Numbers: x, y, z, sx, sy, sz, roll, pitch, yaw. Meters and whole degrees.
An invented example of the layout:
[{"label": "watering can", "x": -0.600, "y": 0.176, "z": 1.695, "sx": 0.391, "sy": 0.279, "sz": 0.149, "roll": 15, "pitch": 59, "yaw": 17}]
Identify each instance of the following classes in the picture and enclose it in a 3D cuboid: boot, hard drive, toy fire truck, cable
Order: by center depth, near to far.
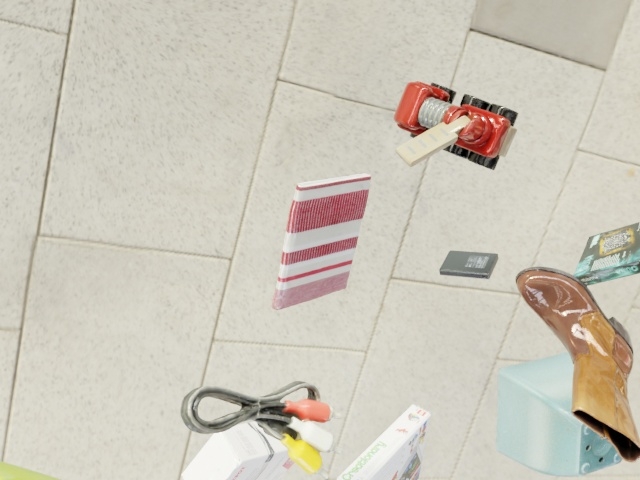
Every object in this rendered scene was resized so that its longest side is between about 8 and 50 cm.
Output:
[{"label": "cable", "x": -0.071, "y": 0.254, "z": 0.999, "sx": 0.287, "sy": 0.072, "sz": 0.139, "roll": 36, "pitch": 55, "yaw": -39}, {"label": "boot", "x": 0.428, "y": 0.199, "z": 1.138, "sx": 0.264, "sy": 0.280, "sz": 0.096, "roll": 44, "pitch": 127, "yaw": -10}, {"label": "toy fire truck", "x": 0.213, "y": -0.212, "z": 1.240, "sx": 0.246, "sy": 0.217, "sz": 0.158, "roll": 5, "pitch": 111, "yaw": -53}, {"label": "hard drive", "x": 0.396, "y": 0.063, "z": 1.792, "sx": 0.094, "sy": 0.135, "sz": 0.022, "roll": -52, "pitch": 136, "yaw": -43}]

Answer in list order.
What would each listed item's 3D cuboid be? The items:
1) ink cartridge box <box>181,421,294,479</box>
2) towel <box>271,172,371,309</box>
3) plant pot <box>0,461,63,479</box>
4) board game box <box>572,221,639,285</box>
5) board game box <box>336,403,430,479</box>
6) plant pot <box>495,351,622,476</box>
[{"label": "ink cartridge box", "x": -0.171, "y": 0.503, "z": 1.534, "sx": 0.237, "sy": 0.100, "sz": 0.172, "roll": 9, "pitch": 124, "yaw": -53}, {"label": "towel", "x": 0.000, "y": 0.000, "z": 1.599, "sx": 0.237, "sy": 0.037, "sz": 0.329, "roll": -14, "pitch": 127, "yaw": -41}, {"label": "plant pot", "x": -0.347, "y": 0.400, "z": 0.745, "sx": 0.228, "sy": 0.207, "sz": 0.227, "roll": 35, "pitch": 74, "yaw": -34}, {"label": "board game box", "x": 0.556, "y": 0.023, "z": 1.266, "sx": 0.186, "sy": 0.126, "sz": 0.026, "roll": -41, "pitch": 105, "yaw": -49}, {"label": "board game box", "x": 0.131, "y": 0.504, "z": 1.422, "sx": 0.305, "sy": 0.053, "sz": 0.193, "roll": -26, "pitch": 128, "yaw": -50}, {"label": "plant pot", "x": 0.629, "y": 0.461, "z": 1.714, "sx": 0.248, "sy": 0.252, "sz": 0.247, "roll": -8, "pitch": 104, "yaw": -22}]
